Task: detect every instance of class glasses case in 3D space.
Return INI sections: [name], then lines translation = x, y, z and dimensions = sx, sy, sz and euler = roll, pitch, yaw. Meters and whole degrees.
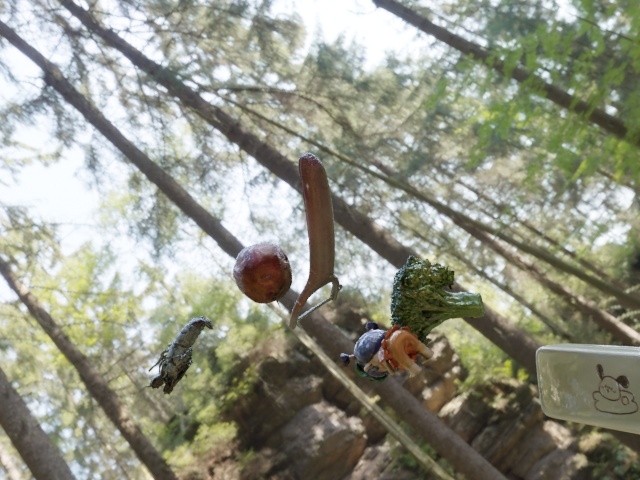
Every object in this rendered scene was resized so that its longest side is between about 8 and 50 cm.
[glasses case]
translation = 0.500, 0.243, 1.043
dimensions = 0.070, 0.313, 0.131
euler = -3, -93, -29

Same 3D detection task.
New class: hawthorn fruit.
[hawthorn fruit]
translation = -0.152, 0.107, 1.836
dimensions = 0.181, 0.235, 0.181
euler = -16, -51, -20

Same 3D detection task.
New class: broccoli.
[broccoli]
translation = 0.235, 0.126, 1.279
dimensions = 0.220, 0.194, 0.194
euler = -67, -6, -53

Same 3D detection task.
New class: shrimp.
[shrimp]
translation = -0.283, 0.217, 1.247
dimensions = 0.174, 0.082, 0.076
euler = -60, -31, -21

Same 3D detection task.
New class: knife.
[knife]
translation = 0.002, 0.000, 0.956
dimensions = 0.123, 0.053, 0.278
euler = -35, -45, -44

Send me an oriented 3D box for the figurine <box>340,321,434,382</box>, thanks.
[figurine]
translation = 0.130, 0.213, 1.237
dimensions = 0.111, 0.102, 0.195
euler = -41, 1, -31
